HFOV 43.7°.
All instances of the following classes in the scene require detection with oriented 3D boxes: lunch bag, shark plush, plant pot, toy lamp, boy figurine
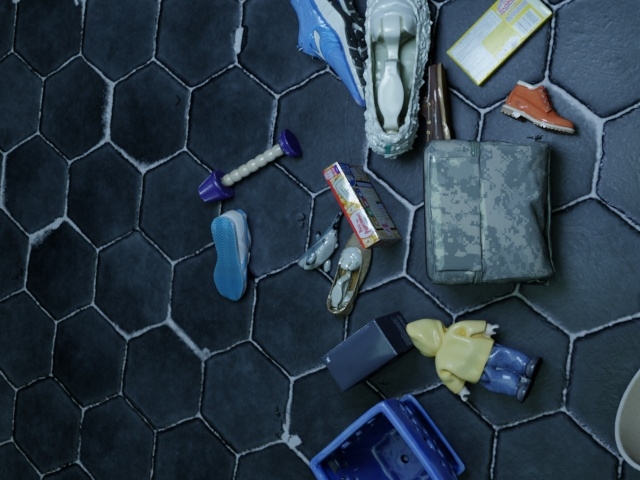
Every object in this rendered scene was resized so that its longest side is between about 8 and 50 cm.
[{"bbox_3d":[0.336,-0.055,1.598,0.255,0.212,0.305,-1,94,7],"label":"lunch bag"},{"bbox_3d":[0.000,0.000,1.846,0.067,0.073,0.161,42,116,50],"label":"shark plush"},{"bbox_3d":[0.156,0.478,1.695,0.236,0.212,0.236,-43,75,20],"label":"plant pot"},{"bbox_3d":[-0.175,-0.170,1.910,0.274,0.080,0.080,-26,81,22],"label":"toy lamp"},{"bbox_3d":[0.311,0.248,1.683,0.285,0.092,0.177,19,100,24],"label":"boy figurine"}]

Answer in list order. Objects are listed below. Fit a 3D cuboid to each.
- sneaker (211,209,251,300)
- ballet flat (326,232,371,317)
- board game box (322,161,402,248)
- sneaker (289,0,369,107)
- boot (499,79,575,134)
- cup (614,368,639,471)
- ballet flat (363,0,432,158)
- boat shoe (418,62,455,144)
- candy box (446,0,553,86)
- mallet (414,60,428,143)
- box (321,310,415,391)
[{"bbox_3d":[-0.205,0.038,1.927,0.087,0.092,0.229,12,116,22],"label":"sneaker"},{"bbox_3d":[0.064,0.079,1.807,0.073,0.067,0.206,16,98,25],"label":"ballet flat"},{"bbox_3d":[0.093,-0.076,1.746,0.045,0.146,0.194,-33,77,22],"label":"board game box"},{"bbox_3d":[0.036,-0.443,1.791,0.147,0.129,0.330,-30,85,46],"label":"sneaker"},{"bbox_3d":[0.453,-0.270,1.621,0.157,0.059,0.085,29,98,23],"label":"boot"},{"bbox_3d":[0.728,0.331,1.393,0.237,0.331,0.331,39,109,-10],"label":"cup"},{"bbox_3d":[0.159,-0.379,1.661,0.146,0.147,0.409,-1,88,25],"label":"ballet flat"},{"bbox_3d":[0.243,-0.274,1.710,0.073,0.073,0.207,-5,89,22],"label":"boat shoe"},{"bbox_3d":[0.374,-0.432,1.669,0.206,0.027,0.105,-44,71,19],"label":"candy box"},{"bbox_3d":[0.212,-0.308,1.748,0.062,0.039,0.190,-5,93,29],"label":"mallet"},{"bbox_3d":[0.111,0.240,1.739,0.156,0.158,0.093,-39,76,22],"label":"box"}]
